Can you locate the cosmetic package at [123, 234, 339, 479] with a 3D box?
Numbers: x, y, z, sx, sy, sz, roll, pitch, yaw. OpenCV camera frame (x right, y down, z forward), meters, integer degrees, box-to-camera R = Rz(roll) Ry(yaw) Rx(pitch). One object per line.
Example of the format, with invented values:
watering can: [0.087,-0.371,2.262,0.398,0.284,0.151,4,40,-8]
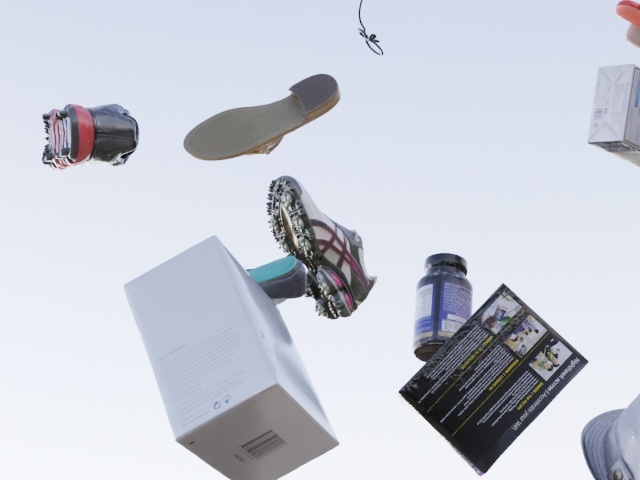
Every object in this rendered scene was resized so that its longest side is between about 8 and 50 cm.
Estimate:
cosmetic package: [-0.106,0.154,1.290,0.138,0.225,0.224,-30,-34,3]

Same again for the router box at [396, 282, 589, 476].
router box: [0.195,0.158,1.204,0.179,0.133,0.046,-44,-13,-9]

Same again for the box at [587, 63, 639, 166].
box: [0.686,-0.245,2.202,0.290,0.169,0.087,17,-9,-39]

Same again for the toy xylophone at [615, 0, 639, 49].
toy xylophone: [0.551,-0.365,1.544,0.236,0.081,0.323,23,-15,-1]

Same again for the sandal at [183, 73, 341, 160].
sandal: [-0.076,-0.157,1.544,0.240,0.088,0.079,-25,-34,-1]

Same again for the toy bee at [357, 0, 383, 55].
toy bee: [0.034,-0.477,1.764,0.162,0.195,0.298,-48,-58,0]

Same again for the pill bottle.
pill bottle: [0.260,0.143,2.228,0.122,0.219,0.123,6,-29,3]

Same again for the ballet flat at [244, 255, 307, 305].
ballet flat: [-0.110,0.075,1.555,0.203,0.074,0.074,-11,-22,21]

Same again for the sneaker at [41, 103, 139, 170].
sneaker: [-0.354,-0.158,1.623,0.135,0.098,0.276,-3,3,-24]

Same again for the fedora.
fedora: [0.490,0.276,1.431,0.243,0.275,0.124,3,-57,-6]

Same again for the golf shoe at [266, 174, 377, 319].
golf shoe: [0.000,0.000,1.792,0.120,0.273,0.105,-37,22,-32]
